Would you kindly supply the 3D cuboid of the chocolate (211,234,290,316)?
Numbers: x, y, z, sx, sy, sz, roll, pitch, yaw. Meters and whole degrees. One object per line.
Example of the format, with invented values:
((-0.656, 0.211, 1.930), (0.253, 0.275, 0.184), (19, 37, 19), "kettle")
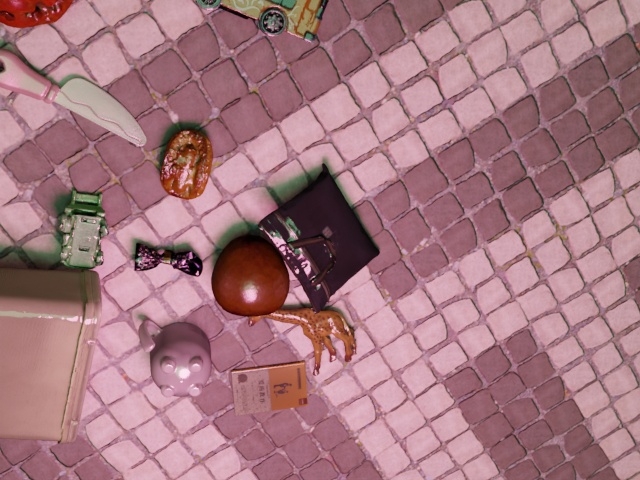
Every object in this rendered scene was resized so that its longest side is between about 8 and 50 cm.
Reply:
((-0.144, 0.072, 1.796), (0.176, 0.177, 0.177), (-4, 111, -10), "chocolate")

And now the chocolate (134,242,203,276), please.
((-0.319, 0.039, 1.805), (0.147, 0.072, 0.070), (3, 69, -20), "chocolate")

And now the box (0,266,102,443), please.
((-0.634, 0.223, 1.696), (0.343, 0.177, 0.352), (6, 118, -24), "box")

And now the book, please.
((-0.117, 0.341, 1.978), (0.172, 0.012, 0.118), (-7, 112, -8), "book")

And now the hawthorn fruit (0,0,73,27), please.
((-0.530, -0.521, 1.479), (0.211, 0.211, 0.299), (-26, 103, -1), "hawthorn fruit")

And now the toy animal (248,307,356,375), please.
((-0.031, 0.198, 1.919), (0.275, 0.054, 0.149), (39, 102, -24), "toy animal")

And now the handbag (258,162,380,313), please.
((0.000, 0.000, 1.812), (0.211, 0.088, 0.254), (-44, 118, -22), "handbag")

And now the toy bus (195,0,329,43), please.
((-0.118, -0.483, 1.603), (0.275, 0.138, 0.167), (20, 104, -15), "toy bus")

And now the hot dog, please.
((-0.270, -0.152, 1.736), (0.099, 0.065, 0.147), (17, 109, -6), "hot dog")

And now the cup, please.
((-0.304, 0.248, 1.837), (0.134, 0.142, 0.174), (-14, 112, -5), "cup")

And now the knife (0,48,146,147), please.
((-0.485, -0.282, 1.669), (0.335, 0.043, 0.081), (24, 98, -25), "knife")

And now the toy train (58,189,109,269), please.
((-0.481, -0.018, 1.742), (0.099, 0.081, 0.149), (6, 115, -15), "toy train")
